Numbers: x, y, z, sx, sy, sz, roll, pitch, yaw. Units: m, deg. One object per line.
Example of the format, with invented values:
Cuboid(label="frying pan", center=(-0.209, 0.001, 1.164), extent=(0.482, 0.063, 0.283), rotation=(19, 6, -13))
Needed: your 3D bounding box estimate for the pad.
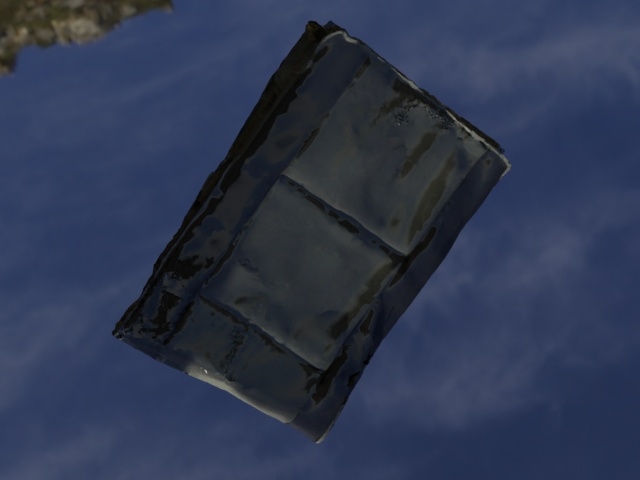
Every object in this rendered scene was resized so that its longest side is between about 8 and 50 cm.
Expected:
Cuboid(label="pad", center=(0.000, 0.000, 0.871), extent=(0.233, 0.174, 0.022), rotation=(-57, -151, 3))
